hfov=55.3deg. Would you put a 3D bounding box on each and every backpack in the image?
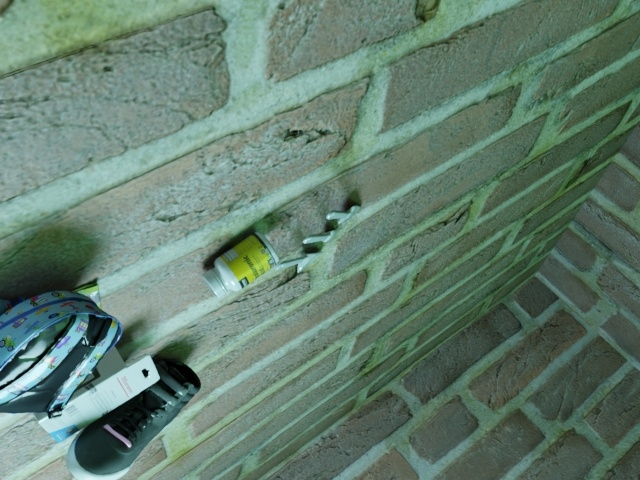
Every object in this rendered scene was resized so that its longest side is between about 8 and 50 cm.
[{"bbox_3d":[-0.344,0.126,0.750,0.173,0.117,0.158,-45,155,6],"label":"backpack"}]

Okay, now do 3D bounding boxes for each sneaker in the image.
[{"bbox_3d":[-0.306,0.289,1.038,0.146,0.105,0.296,-54,174,14],"label":"sneaker"}]

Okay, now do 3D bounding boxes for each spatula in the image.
[{"bbox_3d":[0.000,0.000,1.090,0.168,0.019,0.242,-44,174,11],"label":"spatula"}]

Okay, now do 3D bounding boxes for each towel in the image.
[{"bbox_3d":[-0.332,0.094,0.843,0.060,0.009,0.083,-24,149,-33],"label":"towel"}]

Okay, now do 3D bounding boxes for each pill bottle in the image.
[{"bbox_3d":[-0.130,0.042,0.986,0.116,0.065,0.065,-35,154,-14],"label":"pill bottle"}]

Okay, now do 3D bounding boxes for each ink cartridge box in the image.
[{"bbox_3d":[-0.354,0.228,0.963,0.180,0.060,0.104,-31,152,-22],"label":"ink cartridge box"}]
